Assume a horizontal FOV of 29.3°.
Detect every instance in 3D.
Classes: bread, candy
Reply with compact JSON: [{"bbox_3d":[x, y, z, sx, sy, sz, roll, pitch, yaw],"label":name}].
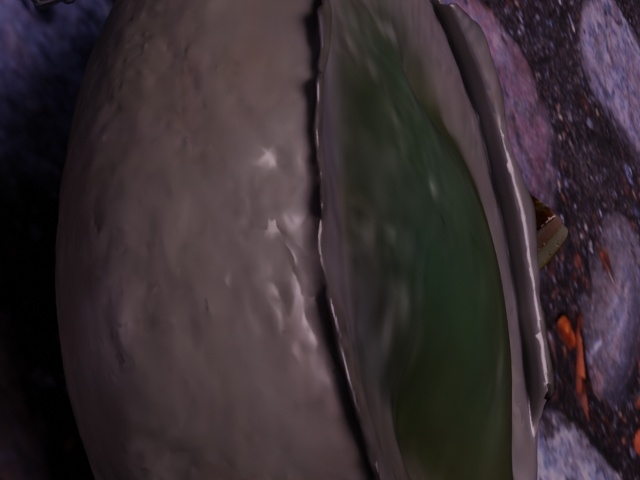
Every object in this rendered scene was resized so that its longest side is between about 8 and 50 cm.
[{"bbox_3d":[0.187,-0.008,1.086,0.043,0.062,0.109,43,45,-38],"label":"bread"},{"bbox_3d":[0.000,0.000,0.679,0.386,0.186,0.427,33,54,-55],"label":"candy"}]

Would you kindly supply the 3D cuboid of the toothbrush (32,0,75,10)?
[{"bbox_3d":[-0.177,-0.266,0.704,0.024,0.026,0.288,42,34,-77],"label":"toothbrush"}]
